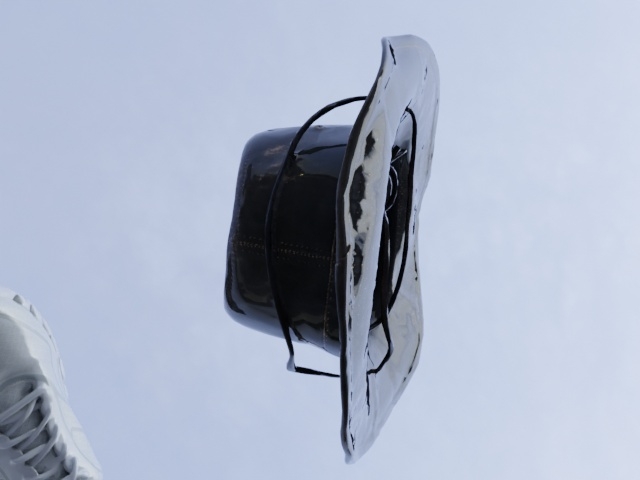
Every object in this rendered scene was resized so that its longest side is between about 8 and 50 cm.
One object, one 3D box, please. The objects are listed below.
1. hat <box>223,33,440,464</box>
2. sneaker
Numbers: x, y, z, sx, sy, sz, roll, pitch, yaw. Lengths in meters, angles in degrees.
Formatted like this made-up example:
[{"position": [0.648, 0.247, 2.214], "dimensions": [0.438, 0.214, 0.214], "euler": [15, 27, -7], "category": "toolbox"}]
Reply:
[{"position": [0.000, 0.000, 0.679], "dimensions": [0.134, 0.331, 0.331], "euler": [5, -75, 14], "category": "hat"}, {"position": [-0.229, 0.157, 0.741], "dimensions": [0.110, 0.118, 0.292], "euler": [-32, -45, -24], "category": "sneaker"}]
